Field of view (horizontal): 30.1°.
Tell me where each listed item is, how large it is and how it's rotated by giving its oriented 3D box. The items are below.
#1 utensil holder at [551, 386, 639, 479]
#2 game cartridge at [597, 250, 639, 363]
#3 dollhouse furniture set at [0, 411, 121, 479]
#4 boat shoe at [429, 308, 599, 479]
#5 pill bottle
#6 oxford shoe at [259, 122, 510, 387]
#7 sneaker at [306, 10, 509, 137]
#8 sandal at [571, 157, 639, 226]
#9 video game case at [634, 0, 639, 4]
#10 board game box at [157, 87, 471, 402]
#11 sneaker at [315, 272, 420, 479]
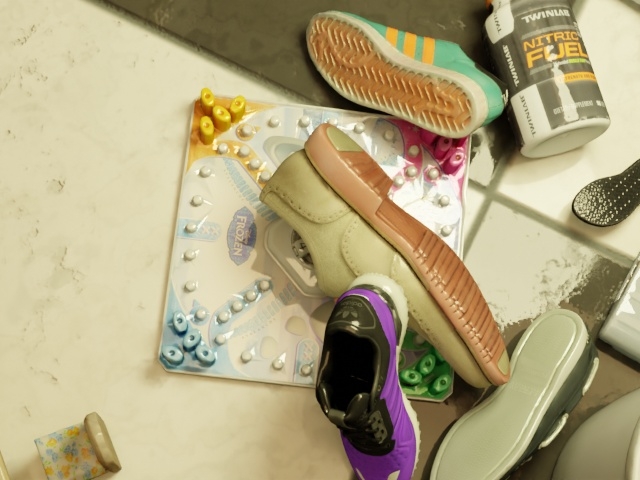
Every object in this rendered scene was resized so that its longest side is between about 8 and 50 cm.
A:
[{"bbox_3d":[0.459,0.301,1.371,0.327,0.385,0.328,1,76,-3],"label":"utensil holder"},{"bbox_3d":[0.527,0.052,1.614,0.198,0.062,0.297,28,75,8],"label":"game cartridge"},{"bbox_3d":[-0.363,0.431,1.344,0.362,0.256,0.394,-21,78,-9],"label":"dollhouse furniture set"},{"bbox_3d":[0.257,0.231,1.521,0.302,0.091,0.114,-49,40,-9],"label":"boat shoe"},{"bbox_3d":[0.299,-0.248,1.634,0.130,0.130,0.246,-14,77,-8],"label":"pill bottle"},{"bbox_3d":[0.085,0.043,1.514,0.146,0.140,0.397,-40,86,19],"label":"oxford shoe"},{"bbox_3d":[0.119,-0.231,1.626,0.302,0.108,0.121,33,34,27],"label":"sneaker"},{"bbox_3d":[0.417,-0.066,1.648,0.179,0.040,0.067,-29,84,-25],"label":"sandal"},{"bbox_3d":[0.447,-0.521,1.752,0.329,0.036,0.300,34,76,11],"label":"video game case"},{"bbox_3d":[0.000,0.000,1.589,0.390,0.050,0.390,7,75,-2],"label":"board game box"},{"bbox_3d":[0.046,0.199,1.438,0.102,0.146,0.293,2,112,23],"label":"sneaker"}]
